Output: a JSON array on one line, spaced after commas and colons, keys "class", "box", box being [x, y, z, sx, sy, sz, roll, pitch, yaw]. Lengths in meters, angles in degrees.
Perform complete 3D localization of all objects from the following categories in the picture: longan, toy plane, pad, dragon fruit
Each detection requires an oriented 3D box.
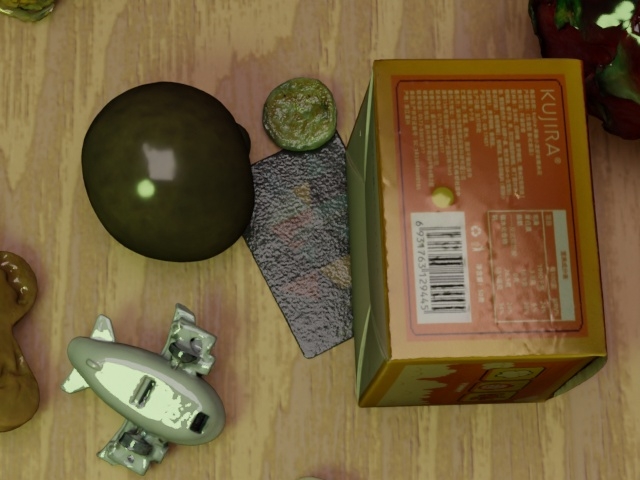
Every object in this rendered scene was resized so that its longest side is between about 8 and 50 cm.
[{"class": "longan", "box": [-0.140, -0.070, 1.634, 0.204, 0.159, 0.185, -34, 94, -48]}, {"class": "toy plane", "box": [-0.170, 0.142, 1.608, 0.174, 0.080, 0.174, 0, 90, 6]}, {"class": "pad", "box": [0.000, 0.000, 1.692, 0.143, 0.003, 0.211, -26, 78, -9]}, {"class": "dragon fruit", "box": [0.356, -0.240, 1.610, 0.329, 0.329, 0.329, 1, 75, -2]}]

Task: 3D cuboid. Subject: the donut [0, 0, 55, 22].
[{"class": "donut", "box": [-0.471, -0.332, 1.687, 0.435, 0.163, 0.378, -28, 76, -7]}]

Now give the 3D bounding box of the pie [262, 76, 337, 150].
[{"class": "pie", "box": [-0.022, -0.132, 1.718, 0.084, 0.021, 0.084, -1, 73, 2]}]

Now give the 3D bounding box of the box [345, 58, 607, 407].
[{"class": "box", "box": [0.142, 0.000, 1.565, 0.213, 0.259, 0.284, -1, 75, -4]}]

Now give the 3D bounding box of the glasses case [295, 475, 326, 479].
[{"class": "glasses case", "box": [-0.033, 0.321, 1.578, 0.083, 0.050, 0.196, 28, 75, 8]}]

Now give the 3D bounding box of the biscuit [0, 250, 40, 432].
[{"class": "biscuit", "box": [-0.403, 0.035, 1.575, 0.275, 0.052, 0.355, -11, 73, -39]}]
